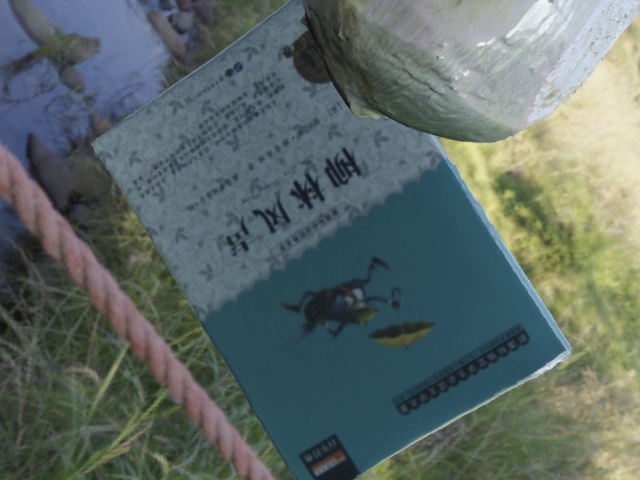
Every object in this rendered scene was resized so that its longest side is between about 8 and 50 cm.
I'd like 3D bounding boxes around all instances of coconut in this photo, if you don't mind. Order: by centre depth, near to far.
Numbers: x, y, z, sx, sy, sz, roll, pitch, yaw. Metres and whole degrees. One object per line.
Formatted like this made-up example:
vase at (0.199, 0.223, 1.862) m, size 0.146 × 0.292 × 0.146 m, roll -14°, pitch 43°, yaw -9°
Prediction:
coconut at (0.077, -0.141, 0.453) m, size 0.194 × 0.194 × 0.194 m, roll 51°, pitch 24°, yaw -33°

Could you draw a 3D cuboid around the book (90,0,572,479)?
book at (0.000, 0.000, 0.723) m, size 0.379 × 0.264 × 0.031 m, roll 58°, pitch 11°, yaw 6°
